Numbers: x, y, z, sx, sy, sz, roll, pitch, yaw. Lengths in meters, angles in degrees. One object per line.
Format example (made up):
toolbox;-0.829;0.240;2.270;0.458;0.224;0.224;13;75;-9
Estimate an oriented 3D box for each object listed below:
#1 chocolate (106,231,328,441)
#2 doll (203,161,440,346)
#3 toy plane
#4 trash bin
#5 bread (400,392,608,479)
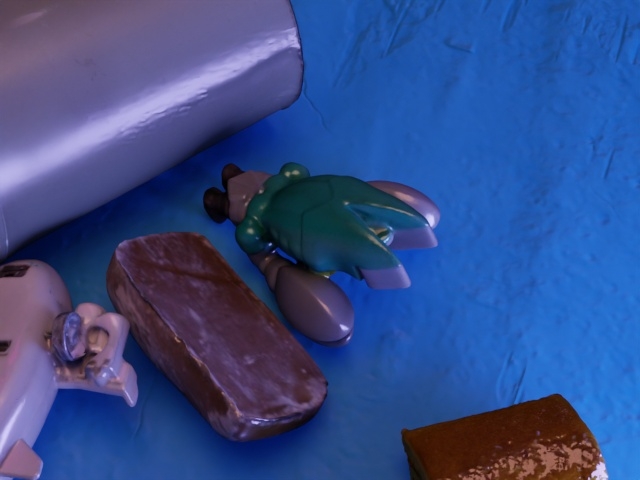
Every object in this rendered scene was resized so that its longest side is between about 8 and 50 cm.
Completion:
chocolate;-0.113;0.107;1.935;0.254;0.080;0.157;48;30;22
doll;0.015;-0.014;2.007;0.195;0.153;0.258;-36;47;-2
toy plane;-0.303;0.137;1.898;0.267;0.122;0.267;-9;55;13
trash bin;-0.260;-0.162;2.002;0.432;0.280;0.280;-27;62;-21
bread;0.176;0.222;1.867;0.172;0.103;0.132;-13;30;-10
